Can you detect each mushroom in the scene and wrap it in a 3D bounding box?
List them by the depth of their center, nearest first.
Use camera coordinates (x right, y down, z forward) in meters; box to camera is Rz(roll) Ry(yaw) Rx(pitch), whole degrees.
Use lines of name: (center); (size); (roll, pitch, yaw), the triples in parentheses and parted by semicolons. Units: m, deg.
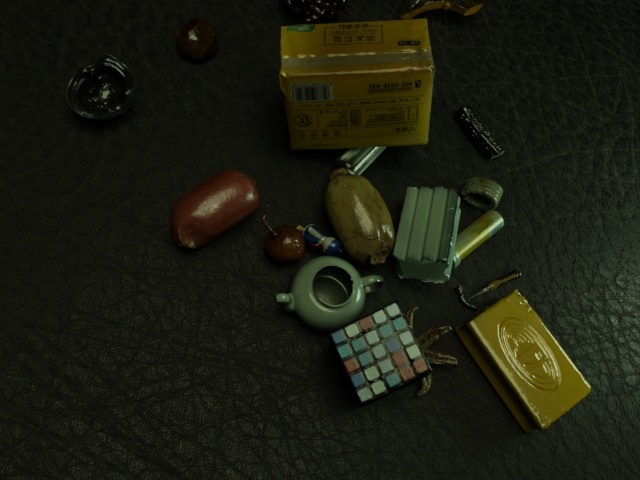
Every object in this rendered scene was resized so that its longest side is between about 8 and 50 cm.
mushroom: (-0.349, -0.574, 1.816); (0.127, 0.087, 0.127); (4, 81, -30)

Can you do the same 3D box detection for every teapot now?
teapot: (0.021, 0.129, 1.573); (0.294, 0.129, 0.193); (-11, 72, -16)

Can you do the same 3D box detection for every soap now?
soap: (0.519, 0.303, 1.632); (0.204, 0.096, 0.324); (-30, 77, -21)
soap: (0.283, -0.018, 1.672); (0.150, 0.094, 0.262); (3, 53, 20)

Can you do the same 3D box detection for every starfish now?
starfish: (0.234, 0.282, 1.602); (0.238, 0.057, 0.213); (-21, 68, 0)

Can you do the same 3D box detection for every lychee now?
lychee: (-0.100, 0.002, 1.614); (0.140, 0.101, 0.114); (25, 33, -15)

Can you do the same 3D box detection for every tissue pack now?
tissue pack: (0.094, -0.401, 1.660); (0.381, 0.293, 0.228); (-1, 55, 5)

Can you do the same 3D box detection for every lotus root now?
lotus root: (0.098, -0.069, 1.663); (0.146, 0.160, 0.284); (-33, 71, 21)

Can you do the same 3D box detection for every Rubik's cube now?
Rubik's cube: (0.137, 0.271, 1.490); (0.182, 0.184, 0.187); (-25, 73, -4)

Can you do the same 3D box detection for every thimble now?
thimble: (0.458, -0.135, 1.804); (0.110, 0.084, 0.062); (23, 61, 15)

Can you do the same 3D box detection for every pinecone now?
pinecone: (-0.002, -0.765, 1.906); (0.221, 0.221, 0.222); (5, 67, -11)

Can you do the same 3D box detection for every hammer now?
hammer: (0.466, 0.130, 1.733); (0.201, 0.021, 0.078); (-21, 74, -19)

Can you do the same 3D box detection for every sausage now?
sausage: (-0.265, -0.085, 1.592); (0.254, 0.148, 0.148); (-31, 77, -21)

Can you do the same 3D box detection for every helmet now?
helmet: (-0.566, -0.386, 1.671); (0.177, 0.107, 0.153); (-34, 81, -3)

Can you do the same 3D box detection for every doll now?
doll: (0.000, 0.000, 1.636); (0.143, 0.099, 0.058); (27, 73, 29)

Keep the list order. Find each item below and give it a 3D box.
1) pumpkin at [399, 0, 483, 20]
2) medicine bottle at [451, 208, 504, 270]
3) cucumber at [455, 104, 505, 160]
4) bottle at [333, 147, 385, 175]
pumpkin: (0.404, -0.818, 2.070); (0.258, 0.095, 0.290); (13, 62, -3)
medicine bottle: (0.414, -0.004, 1.751); (0.218, 0.074, 0.074); (-34, 79, -25)
cucumber: (0.474, -0.323, 1.903); (0.058, 0.058, 0.187); (-31, 77, -22)
bottle: (0.142, -0.263, 1.793); (0.254, 0.079, 0.096); (-48, 110, -24)
